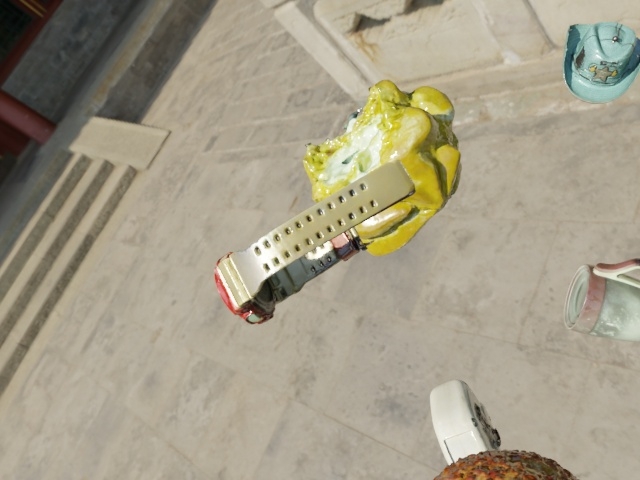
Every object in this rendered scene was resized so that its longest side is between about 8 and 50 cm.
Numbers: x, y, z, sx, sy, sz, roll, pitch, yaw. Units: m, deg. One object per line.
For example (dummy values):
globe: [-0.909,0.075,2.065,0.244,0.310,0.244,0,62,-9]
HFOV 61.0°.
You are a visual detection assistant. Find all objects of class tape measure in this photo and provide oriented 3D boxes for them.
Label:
tape measure: [0.391,0.515,1.409,0.130,0.265,0.258,-25,29,17]

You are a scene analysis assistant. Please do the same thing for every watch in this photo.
watch: [-0.005,0.004,0.680,0.268,0.165,0.102,-30,78,5]

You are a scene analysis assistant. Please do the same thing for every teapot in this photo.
teapot: [1.018,0.193,1.799,0.233,0.312,0.314,-64,-15,-54]

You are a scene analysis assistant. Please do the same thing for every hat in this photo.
hat: [0.499,-0.334,0.949,0.138,0.078,0.190,18,66,10]

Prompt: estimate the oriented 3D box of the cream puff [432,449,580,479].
cream puff: [0.291,0.453,0.826,0.351,0.228,0.350,-11,18,4]

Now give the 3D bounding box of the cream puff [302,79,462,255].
cream puff: [0.142,-0.113,1.021,0.323,0.274,0.269,-39,59,39]
